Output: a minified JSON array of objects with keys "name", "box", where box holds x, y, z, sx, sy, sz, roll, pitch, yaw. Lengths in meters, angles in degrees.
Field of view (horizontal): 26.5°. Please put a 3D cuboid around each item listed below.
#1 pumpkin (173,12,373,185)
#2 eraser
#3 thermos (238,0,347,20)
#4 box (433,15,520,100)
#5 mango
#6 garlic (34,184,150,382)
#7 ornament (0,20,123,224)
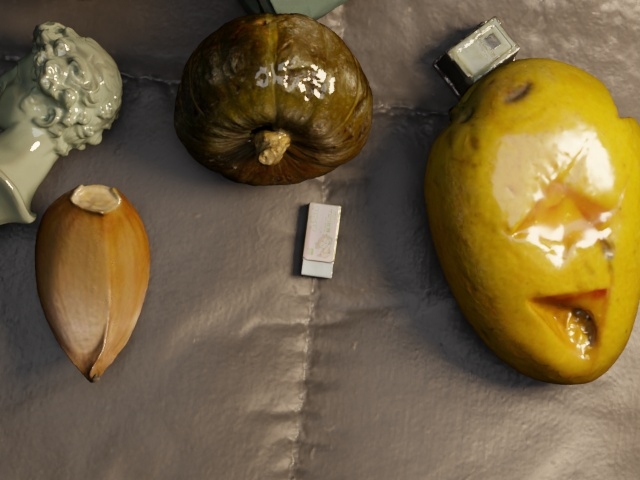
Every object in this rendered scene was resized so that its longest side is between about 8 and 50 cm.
[{"name":"pumpkin","box":[-0.046,-0.139,1.450,0.218,0.219,0.162,4,55,-5]},{"name":"eraser","box":[0.000,0.000,1.540,0.038,0.019,0.083,7,85,-6]},{"name":"thermos","box":[0.025,-0.360,1.516,0.286,0.145,0.182,-33,56,-8]},{"name":"box","box":[0.180,-0.210,1.549,0.084,0.063,0.060,-37,90,-5]},{"name":"mango","box":[0.246,-0.018,1.495,0.252,0.182,0.365,-13,98,-9]},{"name":"garlic","box":[-0.241,0.042,1.475,0.115,0.128,0.207,-5,95,-48]},{"name":"ornament","box":[-0.324,-0.099,1.470,0.130,0.120,0.285,37,85,-21]}]
